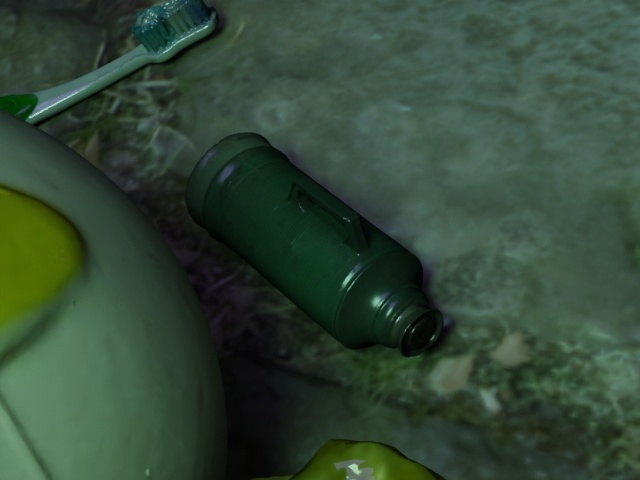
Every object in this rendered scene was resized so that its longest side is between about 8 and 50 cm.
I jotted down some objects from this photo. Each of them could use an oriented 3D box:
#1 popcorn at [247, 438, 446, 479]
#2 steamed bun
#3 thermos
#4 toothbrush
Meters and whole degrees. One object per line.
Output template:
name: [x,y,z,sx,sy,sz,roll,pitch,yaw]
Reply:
popcorn: [0.036,0.218,0.428,0.321,0.290,0.326,-55,31,-7]
steamed bun: [-0.222,0.077,0.616,0.374,0.334,0.334,22,69,33]
thermos: [0.002,0.003,0.729,0.188,0.073,0.083,38,115,37]
toothbrush: [-0.267,-0.087,0.943,0.418,0.040,0.042,-26,52,11]
